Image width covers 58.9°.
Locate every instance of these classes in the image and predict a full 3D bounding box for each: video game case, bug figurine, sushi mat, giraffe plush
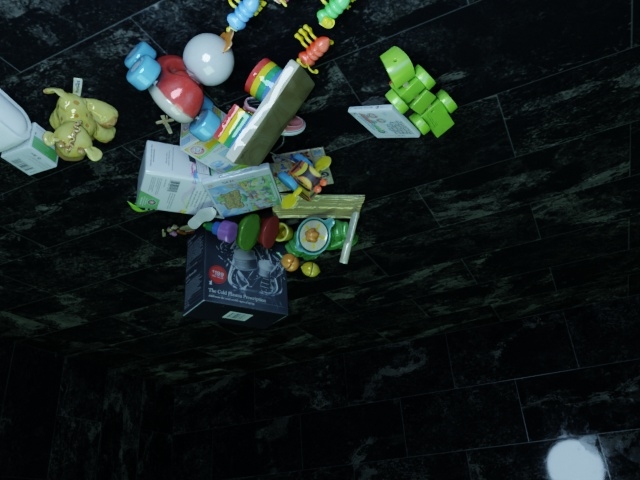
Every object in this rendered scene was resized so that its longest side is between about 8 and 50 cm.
[{"bbox_3d":[0.175,-0.322,1.545,0.143,0.019,0.157,8,166,41],"label":"video game case"},{"bbox_3d":[-0.056,-0.476,1.203,0.279,0.072,0.216,16,140,-37],"label":"bug figurine"},{"bbox_3d":[-0.009,-0.119,1.971,0.317,0.019,0.151,0,153,-8],"label":"sushi mat"},{"bbox_3d":[-0.223,-0.141,1.650,0.194,0.023,0.212,-13,155,1],"label":"video game case"},{"bbox_3d":[-0.611,-0.273,1.426,0.182,0.170,0.210,0,152,-8],"label":"giraffe plush"}]

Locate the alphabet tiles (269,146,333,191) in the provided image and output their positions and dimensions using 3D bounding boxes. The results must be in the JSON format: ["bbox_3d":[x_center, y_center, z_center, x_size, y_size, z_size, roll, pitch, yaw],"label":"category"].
[{"bbox_3d":[-0.090,-0.216,1.786,0.238,0.009,0.198,-9,152,7],"label":"alphabet tiles"}]

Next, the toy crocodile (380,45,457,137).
[{"bbox_3d":[0.252,-0.367,1.452,0.115,0.105,0.341,-42,145,17],"label":"toy crocodile"}]

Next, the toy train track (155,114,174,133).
[{"bbox_3d":[-0.418,-0.318,1.539,0.048,0.014,0.083,-11,158,-3],"label":"toy train track"}]

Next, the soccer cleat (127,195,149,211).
[{"bbox_3d":[-0.540,-0.131,1.833,0.179,0.060,0.072,-9,151,16],"label":"soccer cleat"}]

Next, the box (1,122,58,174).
[{"bbox_3d":[-0.784,-0.248,1.540,0.102,0.087,0.101,-14,151,16],"label":"box"}]

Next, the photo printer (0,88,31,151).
[{"bbox_3d":[-0.889,-0.317,1.371,0.256,0.107,0.307,-10,153,11],"label":"photo printer"}]

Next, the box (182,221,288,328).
[{"bbox_3d":[-0.311,0.133,2.097,0.344,0.312,0.179,15,147,-33],"label":"box"}]

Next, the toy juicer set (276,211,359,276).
[{"bbox_3d":[-0.017,0.021,2.000,0.329,0.209,0.089,-9,171,24],"label":"toy juicer set"}]

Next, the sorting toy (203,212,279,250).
[{"bbox_3d":[-0.269,-0.042,1.887,0.126,0.126,0.366,17,-173,21],"label":"sorting toy"}]

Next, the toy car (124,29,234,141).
[{"bbox_3d":[-0.277,-0.395,1.284,0.238,0.210,0.219,-42,127,10],"label":"toy car"}]

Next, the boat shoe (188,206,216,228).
[{"bbox_3d":[-0.357,-0.076,1.733,0.046,0.038,0.125,43,131,-17],"label":"boat shoe"}]

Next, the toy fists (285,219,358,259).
[{"bbox_3d":[0.000,0.000,2.122,0.279,0.096,0.142,-17,149,26],"label":"toy fists"}]

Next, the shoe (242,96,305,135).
[{"bbox_3d":[-0.120,-0.331,1.500,0.178,0.063,0.081,8,156,-13],"label":"shoe"}]

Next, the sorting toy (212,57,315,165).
[{"bbox_3d":[-0.136,-0.307,1.334,0.089,0.255,0.257,36,-171,2],"label":"sorting toy"}]

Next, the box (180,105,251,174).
[{"bbox_3d":[-0.273,-0.267,1.559,0.114,0.103,0.203,-22,148,29],"label":"box"}]

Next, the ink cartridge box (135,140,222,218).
[{"bbox_3d":[-0.395,-0.176,1.700,0.279,0.116,0.201,7,151,-23],"label":"ink cartridge box"}]

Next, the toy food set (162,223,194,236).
[{"bbox_3d":[-0.512,-0.039,2.058,0.122,0.019,0.078,-5,154,-16],"label":"toy food set"}]

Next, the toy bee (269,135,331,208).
[{"bbox_3d":[-0.051,-0.173,1.658,0.195,0.162,0.298,-56,158,12],"label":"toy bee"}]
